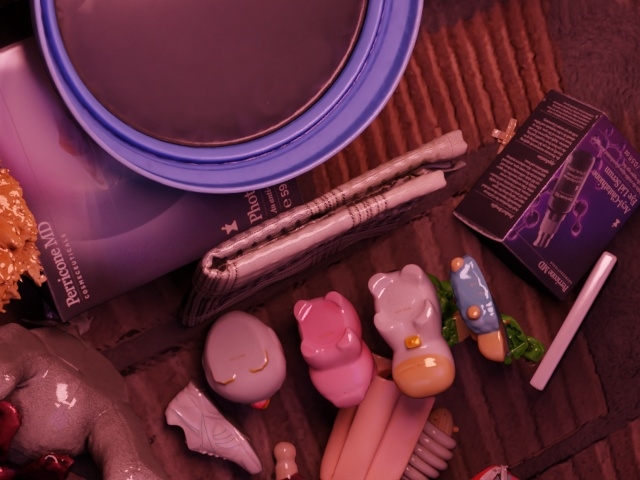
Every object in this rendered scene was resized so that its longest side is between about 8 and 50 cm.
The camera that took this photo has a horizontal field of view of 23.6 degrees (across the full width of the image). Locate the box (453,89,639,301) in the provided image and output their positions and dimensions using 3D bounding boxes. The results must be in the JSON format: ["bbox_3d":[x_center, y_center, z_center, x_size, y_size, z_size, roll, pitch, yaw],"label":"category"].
[{"bbox_3d":[0.294,-0.056,1.907,0.153,0.108,0.207,39,88,-38],"label":"box"}]

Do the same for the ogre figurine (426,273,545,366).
[{"bbox_3d":[0.183,0.091,1.905,0.197,0.118,0.097,5,109,-26],"label":"ogre figurine"}]

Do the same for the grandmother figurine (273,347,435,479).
[{"bbox_3d":[0.033,0.307,1.884,0.342,0.207,0.104,-70,162,0],"label":"grandmother figurine"}]

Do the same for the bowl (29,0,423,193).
[{"bbox_3d":[-0.090,-0.243,1.470,0.391,0.077,0.391,-7,109,-21],"label":"bowl"}]

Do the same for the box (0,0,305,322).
[{"bbox_3d":[-0.210,-0.119,1.605,0.294,0.183,0.296,-25,116,-15],"label":"box"}]

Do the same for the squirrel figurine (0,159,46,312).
[{"bbox_3d":[-0.446,-0.064,1.415,0.397,0.281,0.370,29,111,-40],"label":"squirrel figurine"}]

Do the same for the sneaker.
[{"bbox_3d":[-0.128,0.234,1.844,0.061,0.054,0.152,-40,114,2],"label":"sneaker"}]

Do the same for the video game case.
[{"bbox_3d":[0.327,0.103,1.968,0.022,0.173,0.190,30,93,11],"label":"video game case"}]

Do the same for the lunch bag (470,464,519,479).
[{"bbox_3d":[0.225,0.414,1.981,0.258,0.120,0.293,-44,147,-5],"label":"lunch bag"}]

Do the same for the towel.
[{"bbox_3d":[0.000,0.000,1.690,0.324,0.312,0.056,-27,83,-15],"label":"towel"}]

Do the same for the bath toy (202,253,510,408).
[{"bbox_3d":[0.038,0.125,1.779,0.348,0.151,0.129,-13,160,11],"label":"bath toy"}]

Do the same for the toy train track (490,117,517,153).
[{"bbox_3d":[0.251,-0.124,1.925,0.083,0.014,0.048,15,100,-30],"label":"toy train track"}]

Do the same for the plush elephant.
[{"bbox_3d":[-0.335,0.217,1.603,0.272,0.330,0.255,37,101,-20],"label":"plush elephant"}]

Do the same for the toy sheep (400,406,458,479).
[{"bbox_3d":[0.124,0.269,1.954,0.091,0.091,0.132,32,91,-31],"label":"toy sheep"}]
